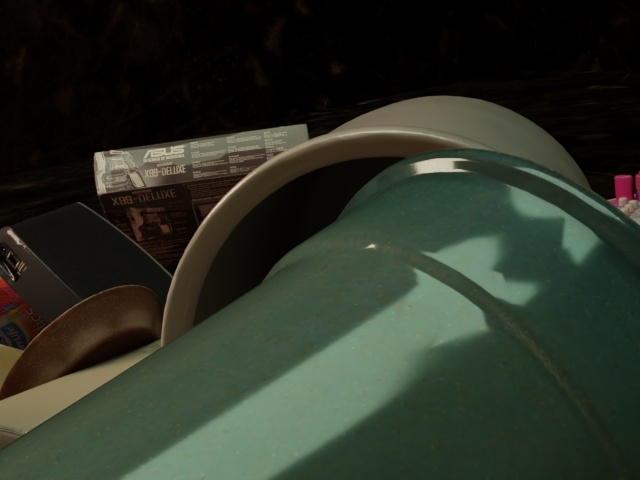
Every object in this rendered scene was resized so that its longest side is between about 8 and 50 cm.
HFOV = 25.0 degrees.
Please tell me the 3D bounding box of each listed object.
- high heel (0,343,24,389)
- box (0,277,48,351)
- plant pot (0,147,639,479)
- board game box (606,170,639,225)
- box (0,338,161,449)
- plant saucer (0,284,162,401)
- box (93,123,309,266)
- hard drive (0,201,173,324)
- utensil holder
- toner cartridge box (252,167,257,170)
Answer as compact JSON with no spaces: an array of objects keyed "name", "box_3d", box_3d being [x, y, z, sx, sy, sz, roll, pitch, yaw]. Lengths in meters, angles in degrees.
[{"name":"high heel","box_3d":[-0.389,0.178,1.552,0.093,0.186,0.261,21,25,-38]},{"name":"box","box_3d":[-0.397,0.090,1.775,0.128,0.122,0.257,-13,13,-26]},{"name":"plant pot","box_3d":[-0.005,0.169,0.708,0.334,0.341,0.341,-26,20,-34]},{"name":"board game box","box_3d":[0.381,-0.022,1.968,0.390,0.050,0.390,-12,12,-16]},{"name":"box","box_3d":[-0.185,0.167,1.331,0.113,0.094,0.275,3,16,44]},{"name":"plant saucer","box_3d":[-0.226,0.130,1.421,0.199,0.198,0.036,-20,56,-45]},{"name":"box","box_3d":[-0.158,-0.058,2.117,0.307,0.076,0.242,-8,-28,0]},{"name":"hard drive","box_3d":[-0.243,0.058,1.638,0.255,0.054,0.172,41,31,15]},{"name":"utensil holder","box_3d":[0.082,0.051,1.176,0.328,0.327,0.385,-6,9,12]},{"name":"toner cartridge box","box_3d":[0.000,0.000,1.839,0.075,0.165,0.348,-10,12,-15]}]
